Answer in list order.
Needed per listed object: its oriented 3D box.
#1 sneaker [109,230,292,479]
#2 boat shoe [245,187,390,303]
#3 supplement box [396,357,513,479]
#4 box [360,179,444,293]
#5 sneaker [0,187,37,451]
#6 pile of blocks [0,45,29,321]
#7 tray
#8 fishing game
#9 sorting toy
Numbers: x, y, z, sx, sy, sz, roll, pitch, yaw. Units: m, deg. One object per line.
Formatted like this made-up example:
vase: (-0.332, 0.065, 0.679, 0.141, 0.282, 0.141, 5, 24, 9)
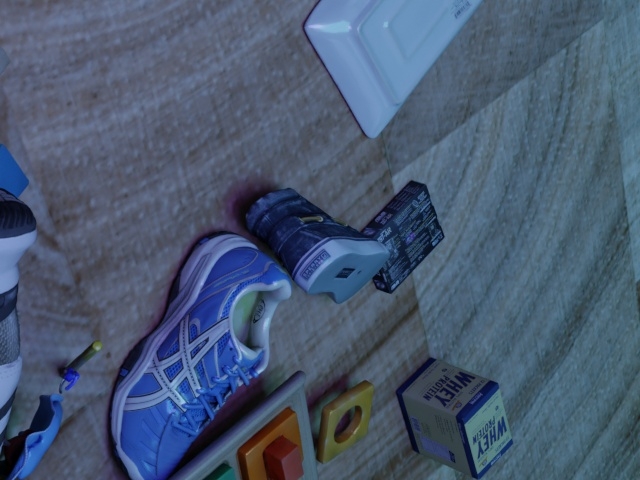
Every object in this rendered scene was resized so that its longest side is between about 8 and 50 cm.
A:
sneaker: (-0.094, 0.097, 1.136, 0.080, 0.081, 0.211, 24, 89, -50)
boat shoe: (0.000, 0.000, 1.218, 0.065, 0.083, 0.183, -45, 166, 7)
supplement box: (0.129, 0.170, 1.398, 0.056, 0.083, 0.083, -41, 130, -30)
box: (0.073, -0.003, 1.325, 0.083, 0.018, 0.067, -46, 132, -26)
sneaker: (-0.365, 0.102, 0.710, 0.447, 0.169, 0.258, -1, 107, -22)
pile of blocks: (-0.272, 0.021, 0.910, 0.149, 0.112, 0.362, -6, 116, -58)
tray: (0.099, -0.227, 1.263, 0.270, 0.030, 0.145, -53, 136, -20)
fishing game: (-0.235, 0.175, 0.975, 0.041, 0.189, 0.264, 35, 73, -7)
sorting toy: (-0.058, 0.226, 1.215, 0.347, 0.047, 0.196, -38, 142, -32)
